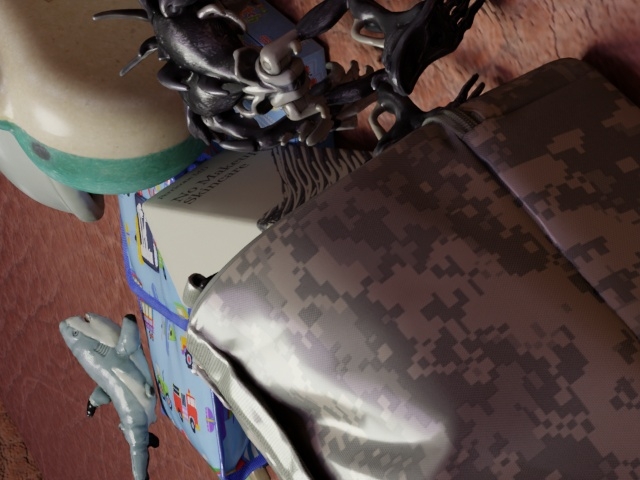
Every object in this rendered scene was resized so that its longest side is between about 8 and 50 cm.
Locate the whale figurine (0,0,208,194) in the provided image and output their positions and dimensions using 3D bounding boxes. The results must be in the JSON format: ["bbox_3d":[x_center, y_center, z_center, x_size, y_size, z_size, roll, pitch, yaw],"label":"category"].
[{"bbox_3d":[-0.194,-0.137,1.214,0.272,0.216,0.141,32,143,21],"label":"whale figurine"}]

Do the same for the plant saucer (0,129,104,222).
[{"bbox_3d":[-0.324,-0.190,1.539,0.400,0.100,0.401,158,90,-88],"label":"plant saucer"}]

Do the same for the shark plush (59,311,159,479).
[{"bbox_3d":[-0.183,0.140,1.457,0.073,0.067,0.161,151,103,-79],"label":"shark plush"}]

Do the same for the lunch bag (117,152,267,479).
[{"bbox_3d":[-0.094,0.025,1.371,0.221,0.138,0.293,-153,43,-69],"label":"lunch bag"}]

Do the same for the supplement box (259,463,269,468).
[{"bbox_3d":[-0.044,0.169,1.513,0.056,0.083,0.083,65,159,-3],"label":"supplement box"}]

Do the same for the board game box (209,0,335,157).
[{"bbox_3d":[-0.044,-0.093,1.264,0.160,0.039,0.212,44,153,41],"label":"board game box"}]

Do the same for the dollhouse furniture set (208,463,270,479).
[{"bbox_3d":[-0.082,0.282,1.767,0.076,0.058,0.152,48,154,35],"label":"dollhouse furniture set"}]

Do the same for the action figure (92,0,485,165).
[{"bbox_3d":[-0.014,-0.126,1.029,0.275,0.141,0.164,19,136,40],"label":"action figure"}]

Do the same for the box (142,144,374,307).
[{"bbox_3d":[0.000,0.000,1.117,0.275,0.113,0.094,9,127,51],"label":"box"}]

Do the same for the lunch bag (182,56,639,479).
[{"bbox_3d":[0.102,0.086,0.839,0.305,0.256,0.213,53,157,25],"label":"lunch bag"}]
